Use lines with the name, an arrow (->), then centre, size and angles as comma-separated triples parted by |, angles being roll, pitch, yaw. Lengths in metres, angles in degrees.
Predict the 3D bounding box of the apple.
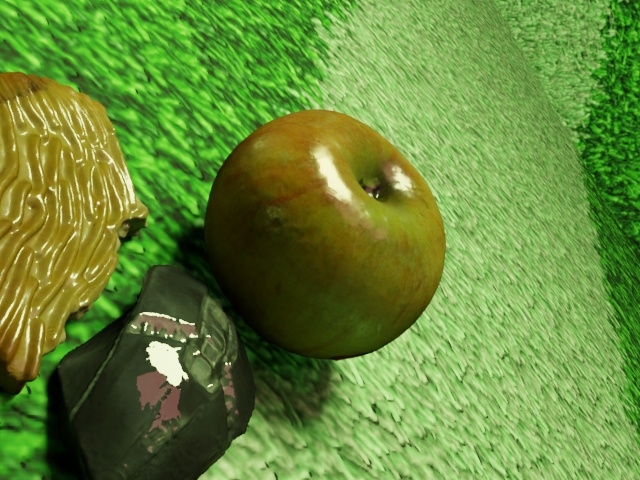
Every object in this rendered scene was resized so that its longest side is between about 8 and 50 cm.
apple -> 0.000, 0.000, 0.666 | 0.182, 0.155, 0.182 | 25, 46, -29

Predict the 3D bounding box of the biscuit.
biscuit -> -0.161, -0.015, 0.532 | 0.176, 0.031, 0.228 | 22, 41, -48

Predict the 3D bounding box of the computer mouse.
computer mouse -> -0.083, 0.076, 0.528 | 0.106, 0.062, 0.192 | 50, 27, -13
